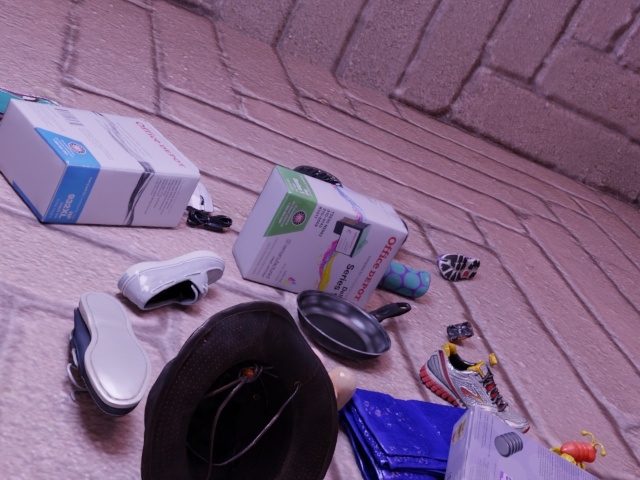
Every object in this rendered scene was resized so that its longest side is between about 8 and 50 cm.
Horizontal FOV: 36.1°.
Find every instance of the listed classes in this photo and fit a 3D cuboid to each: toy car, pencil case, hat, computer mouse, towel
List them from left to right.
[{"bbox_3d":[-0.253,-0.086,2.026,0.106,0.042,0.193,11,27,-36],"label":"computer mouse"},{"bbox_3d":[-0.128,0.230,1.199,0.134,0.331,0.331,6,3,39],"label":"hat"},{"bbox_3d":[0.161,0.075,2.143,0.151,0.064,0.070,21,38,-20],"label":"pencil case"},{"bbox_3d":[0.180,0.323,1.574,0.308,0.076,0.228,16,25,-30],"label":"towel"},{"bbox_3d":[0.312,0.224,2.053,0.122,0.060,0.040,56,-14,21],"label":"toy car"}]

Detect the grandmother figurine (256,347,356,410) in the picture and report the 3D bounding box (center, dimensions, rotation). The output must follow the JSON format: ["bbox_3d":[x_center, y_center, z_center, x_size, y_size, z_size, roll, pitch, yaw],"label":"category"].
[{"bbox_3d":[-0.101,0.221,1.424,0.207,0.104,0.342,11,7,33],"label":"grandmother figurine"}]

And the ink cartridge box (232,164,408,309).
[{"bbox_3d":[0.000,0.000,1.920,0.278,0.201,0.117,18,24,-28],"label":"ink cartridge box"}]

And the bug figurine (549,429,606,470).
[{"bbox_3d":[0.480,0.435,1.697,0.216,0.072,0.279,8,29,-43],"label":"bug figurine"}]

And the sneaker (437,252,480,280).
[{"bbox_3d":[0.326,0.060,2.414,0.071,0.068,0.170,24,6,34],"label":"sneaker"}]

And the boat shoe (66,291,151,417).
[{"bbox_3d":[-0.297,0.164,1.339,0.095,0.079,0.254,11,24,-32],"label":"boat shoe"}]

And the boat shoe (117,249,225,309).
[{"bbox_3d":[-0.234,0.076,1.644,0.081,0.079,0.227,48,32,22],"label":"boat shoe"}]

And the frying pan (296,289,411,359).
[{"bbox_3d":[0.054,0.142,1.872,0.197,0.053,0.326,31,19,6],"label":"frying pan"}]

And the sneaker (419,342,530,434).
[{"bbox_3d":[0.287,0.276,1.796,0.225,0.093,0.088,37,22,19],"label":"sneaker"}]

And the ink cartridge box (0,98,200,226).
[{"bbox_3d":[-0.414,-0.138,1.822,0.307,0.129,0.223,2,33,-49],"label":"ink cartridge box"}]

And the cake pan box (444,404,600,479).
[{"bbox_3d":[0.295,0.403,1.433,0.245,0.070,0.267,29,37,-7],"label":"cake pan box"}]

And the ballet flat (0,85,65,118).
[{"bbox_3d":[-0.590,-0.260,1.983,0.221,0.077,0.079,19,3,-22],"label":"ballet flat"}]

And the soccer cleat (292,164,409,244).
[{"bbox_3d":[0.064,-0.074,2.345,0.318,0.109,0.116,28,0,5],"label":"soccer cleat"}]
